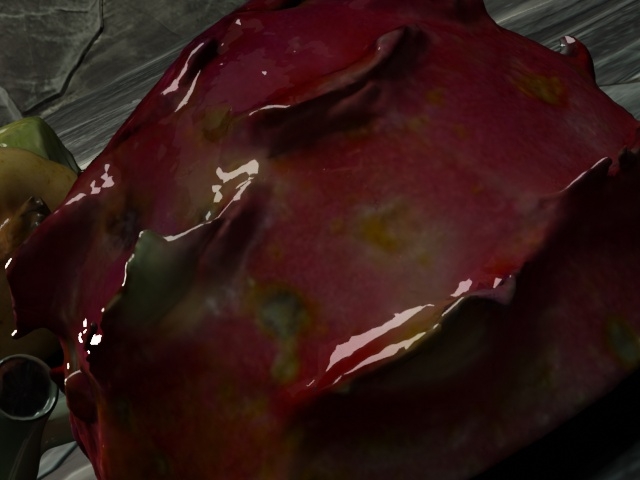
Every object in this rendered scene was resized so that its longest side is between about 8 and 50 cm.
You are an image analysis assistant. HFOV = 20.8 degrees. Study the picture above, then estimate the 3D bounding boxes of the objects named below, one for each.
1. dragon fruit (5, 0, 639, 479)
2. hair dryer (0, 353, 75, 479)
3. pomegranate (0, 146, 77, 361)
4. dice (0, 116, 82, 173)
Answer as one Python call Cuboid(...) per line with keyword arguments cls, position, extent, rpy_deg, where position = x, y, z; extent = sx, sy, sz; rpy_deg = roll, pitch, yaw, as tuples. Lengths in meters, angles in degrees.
Cuboid(cls="dragon fruit", position=(0.000, 0.000, 0.893), extent=(0.371, 0.249, 0.386), rpy_deg=(-24, 10, 36))
Cuboid(cls="hair dryer", position=(-0.156, 0.102, 1.063), extent=(0.225, 0.088, 0.219), rpy_deg=(-24, -10, -9))
Cuboid(cls="pomegranate", position=(-0.272, 0.021, 1.468), extent=(0.207, 0.207, 0.207), rpy_deg=(-26, 13, 6))
Cuboid(cls="dice", position=(-0.315, -0.016, 1.736), extent=(0.169, 0.166, 0.169), rpy_deg=(-26, 13, 3))
